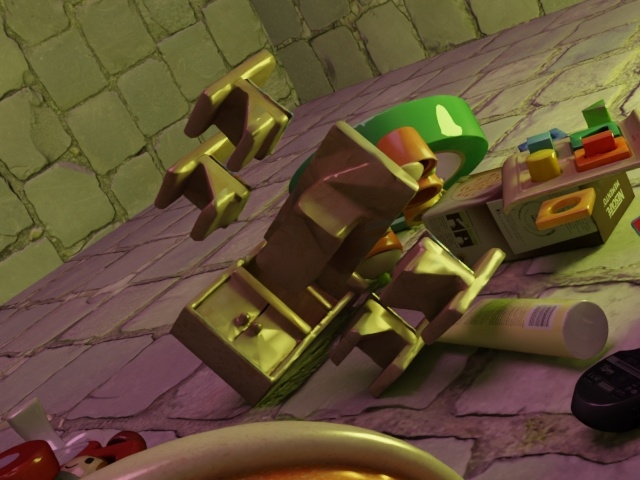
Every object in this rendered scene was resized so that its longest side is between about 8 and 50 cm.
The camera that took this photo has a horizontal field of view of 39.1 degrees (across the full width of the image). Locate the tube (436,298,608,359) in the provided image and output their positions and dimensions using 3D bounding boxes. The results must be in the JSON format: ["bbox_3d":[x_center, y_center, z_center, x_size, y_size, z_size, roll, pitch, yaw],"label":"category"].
[{"bbox_3d":[0.219,0.094,1.011,0.070,0.062,0.240,11,-7,-25],"label":"tube"}]

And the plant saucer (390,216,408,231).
[{"bbox_3d":[0.153,-0.045,1.631,0.119,0.021,0.119,-26,15,7],"label":"plant saucer"}]

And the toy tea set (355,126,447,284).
[{"bbox_3d":[0.106,-0.034,1.313,0.200,0.124,0.336,-26,-19,4],"label":"toy tea set"}]

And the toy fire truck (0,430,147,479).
[{"bbox_3d":[-0.325,0.301,1.041,0.302,0.169,0.254,-20,11,22],"label":"toy fire truck"}]

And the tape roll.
[{"bbox_3d":[0.109,-0.112,1.446,0.321,0.077,0.321,-23,-17,-7],"label":"tape roll"}]

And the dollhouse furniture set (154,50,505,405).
[{"bbox_3d":[0.000,0.000,1.152,0.256,0.362,0.394,-45,-7,-44],"label":"dollhouse furniture set"}]

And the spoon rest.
[{"bbox_3d":[-0.349,0.302,1.275,0.137,0.084,0.276,-38,31,-29],"label":"spoon rest"}]

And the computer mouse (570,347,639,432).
[{"bbox_3d":[0.330,0.110,0.811,0.242,0.041,0.071,-24,23,-13],"label":"computer mouse"}]

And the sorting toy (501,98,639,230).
[{"bbox_3d":[0.317,-0.112,1.145,0.196,0.047,0.347,-22,17,18],"label":"sorting toy"}]

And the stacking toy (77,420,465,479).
[{"bbox_3d":[0.040,0.308,0.264,0.351,0.350,0.480,-32,32,-15],"label":"stacking toy"}]

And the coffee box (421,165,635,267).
[{"bbox_3d":[0.288,-0.046,1.259,0.247,0.098,0.141,-13,21,43],"label":"coffee box"}]

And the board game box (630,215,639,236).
[{"bbox_3d":[0.503,-0.104,0.877,0.302,0.086,0.308,-32,-10,-16],"label":"board game box"}]
